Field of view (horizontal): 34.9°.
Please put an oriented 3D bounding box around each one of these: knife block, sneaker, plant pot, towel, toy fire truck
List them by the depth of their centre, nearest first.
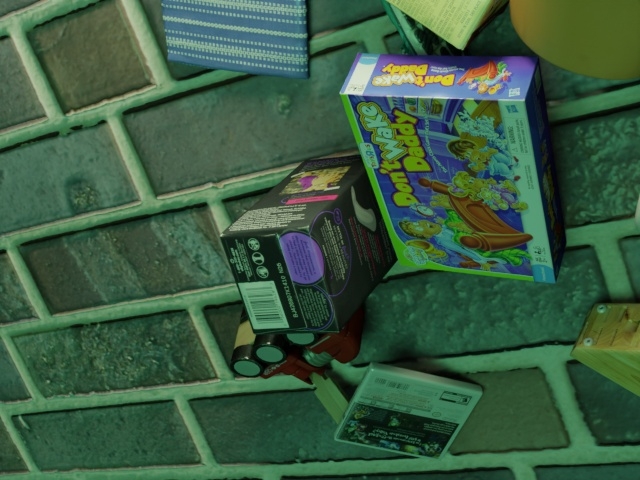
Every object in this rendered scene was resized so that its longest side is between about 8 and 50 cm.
[{"bbox_3d":[0.332,-0.318,1.127,0.290,0.291,0.203,25,141,15],"label":"plant pot"},{"bbox_3d":[0.141,-0.226,1.370,0.110,0.107,0.275,-14,108,42],"label":"sneaker"},{"bbox_3d":[0.512,0.199,1.391,0.275,0.088,0.242,-2,131,41],"label":"knife block"},{"bbox_3d":[-0.128,-0.406,1.461,0.243,0.040,0.336,11,122,21],"label":"towel"},{"bbox_3d":[0.003,0.193,1.652,0.246,0.158,0.217,32,135,-25],"label":"toy fire truck"}]

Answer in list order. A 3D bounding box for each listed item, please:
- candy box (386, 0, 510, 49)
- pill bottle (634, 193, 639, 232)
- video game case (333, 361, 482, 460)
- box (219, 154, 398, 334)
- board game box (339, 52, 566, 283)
[{"bbox_3d":[0.091,-0.377,1.261,0.316,0.183,0.088,35,125,8],"label":"candy box"},{"bbox_3d":[0.568,-0.061,1.090,0.407,0.229,0.229,17,122,18],"label":"pill bottle"},{"bbox_3d":[0.138,0.276,1.630,0.190,0.022,0.173,14,126,-14],"label":"video game case"},{"bbox_3d":[0.000,0.000,1.454,0.143,0.270,0.165,-4,113,30],"label":"box"},{"bbox_3d":[0.186,-0.089,1.344,0.233,0.078,0.347,6,143,25],"label":"board game box"}]
